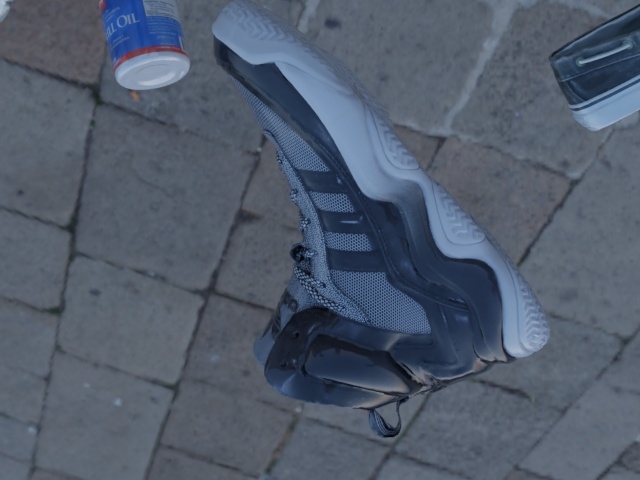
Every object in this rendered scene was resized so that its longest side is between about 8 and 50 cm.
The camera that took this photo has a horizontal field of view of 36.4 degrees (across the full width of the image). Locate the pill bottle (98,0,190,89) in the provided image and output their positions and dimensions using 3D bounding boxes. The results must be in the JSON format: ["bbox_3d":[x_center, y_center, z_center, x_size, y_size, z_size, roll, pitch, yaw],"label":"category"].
[{"bbox_3d":[-0.294,-0.369,1.584,0.124,0.221,0.124,-15,168,-3],"label":"pill bottle"}]

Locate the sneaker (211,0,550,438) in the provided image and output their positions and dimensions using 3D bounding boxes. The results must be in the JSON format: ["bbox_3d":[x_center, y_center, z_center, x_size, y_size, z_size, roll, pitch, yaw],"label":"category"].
[{"bbox_3d":[0.000,0.000,0.567,0.153,0.101,0.268,-40,101,11],"label":"sneaker"}]

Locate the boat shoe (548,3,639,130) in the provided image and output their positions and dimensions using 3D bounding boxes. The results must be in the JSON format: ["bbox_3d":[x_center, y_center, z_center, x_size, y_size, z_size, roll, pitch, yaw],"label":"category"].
[{"bbox_3d":[0.411,-0.253,1.088,0.335,0.121,0.119,-34,107,21],"label":"boat shoe"}]

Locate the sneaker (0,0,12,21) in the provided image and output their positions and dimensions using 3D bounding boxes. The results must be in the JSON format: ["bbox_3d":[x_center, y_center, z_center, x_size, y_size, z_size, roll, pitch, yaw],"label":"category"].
[{"bbox_3d":[-0.280,-0.162,0.613,0.129,0.111,0.297,-1,147,-42],"label":"sneaker"}]
